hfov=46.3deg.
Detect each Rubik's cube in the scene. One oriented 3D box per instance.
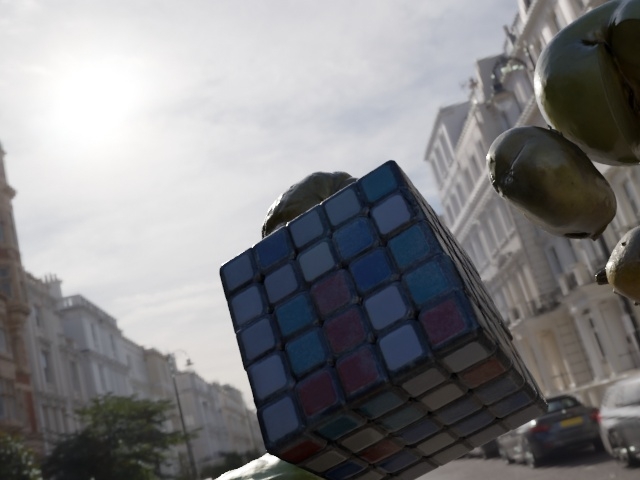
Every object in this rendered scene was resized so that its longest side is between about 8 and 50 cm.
[{"bbox_3d":[0.080,0.127,0.983,0.287,0.292,0.293,-31,-38,13],"label":"Rubik's cube"}]

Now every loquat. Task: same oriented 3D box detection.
[{"bbox_3d":[0.636,0.053,1.457,0.204,0.172,0.149,-26,-58,35],"label":"loquat"}]

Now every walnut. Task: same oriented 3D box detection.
[{"bbox_3d":[0.000,0.000,1.396,0.227,0.283,0.283,28,-14,8],"label":"walnut"}]

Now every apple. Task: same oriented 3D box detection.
[{"bbox_3d":[0.520,-0.267,1.274,0.292,0.292,0.254,-24,-55,27],"label":"apple"}]

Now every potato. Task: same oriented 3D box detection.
[{"bbox_3d":[0.379,-0.086,1.204,0.141,0.191,0.296,-52,-41,6],"label":"potato"}]

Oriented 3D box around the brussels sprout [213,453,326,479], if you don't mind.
[{"bbox_3d":[-0.047,0.461,1.127,0.247,0.328,0.328,-11,-15,12],"label":"brussels sprout"}]
